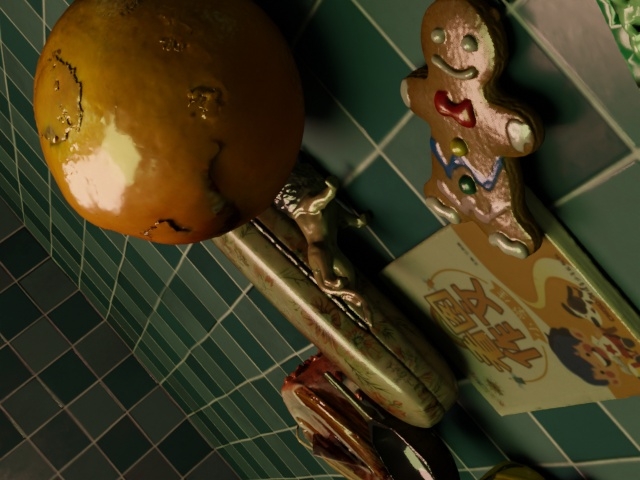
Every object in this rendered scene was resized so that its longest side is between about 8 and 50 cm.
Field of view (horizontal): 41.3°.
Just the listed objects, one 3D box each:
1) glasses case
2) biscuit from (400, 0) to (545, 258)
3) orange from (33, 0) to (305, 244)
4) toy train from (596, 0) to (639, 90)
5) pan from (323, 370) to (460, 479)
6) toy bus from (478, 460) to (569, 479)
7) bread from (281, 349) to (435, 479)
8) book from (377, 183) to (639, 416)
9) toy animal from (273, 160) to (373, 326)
[{"bbox_3d":[-0.014,0.045,0.970,0.425,0.098,0.156,43,172,16],"label":"glasses case"},{"bbox_3d":[0.107,-0.086,0.629,0.138,0.031,0.205,36,147,44],"label":"biscuit"},{"bbox_3d":[-0.135,-0.117,0.766,0.246,0.246,0.246,40,155,23],"label":"orange"},{"bbox_3d":[0.137,-0.193,0.280,0.115,0.154,0.269,-1,125,59],"label":"toy train"},{"bbox_3d":[0.097,0.226,0.985,0.202,0.048,0.128,60,155,-11],"label":"pan"},{"bbox_3d":[0.284,0.364,0.877,0.330,0.144,0.152,37,155,25],"label":"toy bus"},{"bbox_3d":[0.043,0.251,1.141,0.224,0.142,0.212,16,144,54],"label":"bread"},{"bbox_3d":[0.174,0.070,0.787,0.208,0.020,0.295,49,157,1],"label":"book"},{"bbox_3d":[0.013,-0.008,0.866,0.069,0.086,0.220,17,-141,-49],"label":"toy animal"}]
